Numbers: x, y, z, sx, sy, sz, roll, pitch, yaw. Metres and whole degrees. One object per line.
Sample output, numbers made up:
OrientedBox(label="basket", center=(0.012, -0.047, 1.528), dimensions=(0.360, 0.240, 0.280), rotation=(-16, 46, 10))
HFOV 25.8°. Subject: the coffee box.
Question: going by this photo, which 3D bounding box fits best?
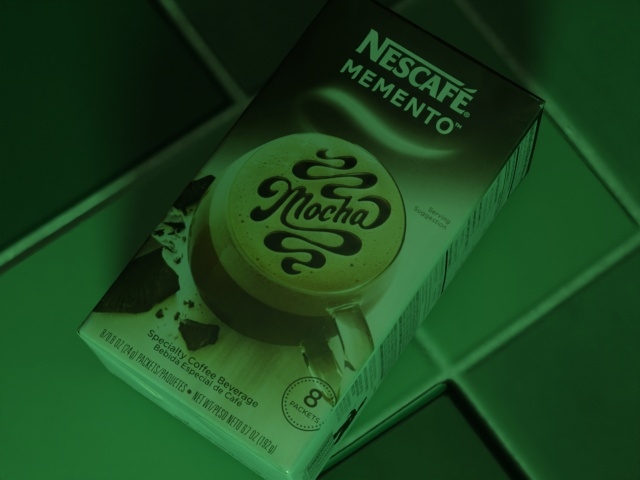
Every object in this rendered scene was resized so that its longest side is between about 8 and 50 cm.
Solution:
OrientedBox(label="coffee box", center=(0.000, 0.000, 0.941), dimensions=(0.168, 0.119, 0.297), rotation=(32, 75, 13))
